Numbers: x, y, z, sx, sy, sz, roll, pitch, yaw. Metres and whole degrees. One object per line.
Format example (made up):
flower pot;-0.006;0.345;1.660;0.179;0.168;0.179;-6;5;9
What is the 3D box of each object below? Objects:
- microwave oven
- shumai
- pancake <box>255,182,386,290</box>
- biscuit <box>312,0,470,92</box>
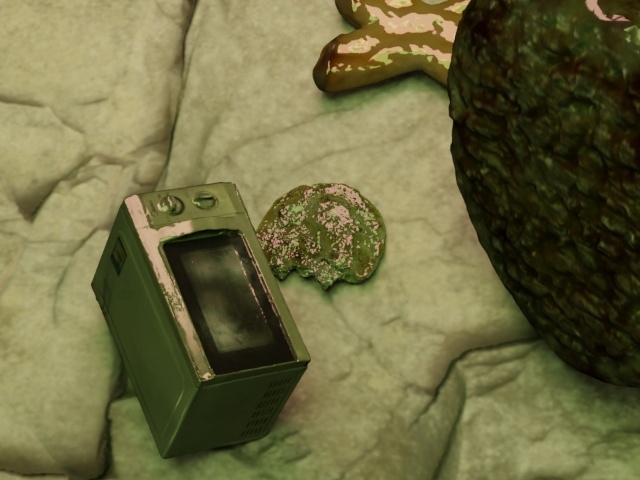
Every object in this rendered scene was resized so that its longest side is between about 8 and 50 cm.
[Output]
microwave oven;-0.109;0.071;1.777;0.129;0.163;0.205;-10;60;-26
shumai;0.336;-0.085;1.734;0.348;0.395;0.395;-18;60;-27
pancake;0.001;-0.006;1.885;0.130;0.022;0.116;15;63;14
biscuit;0.107;-0.208;1.964;0.208;0.047;0.164;9;65;10
